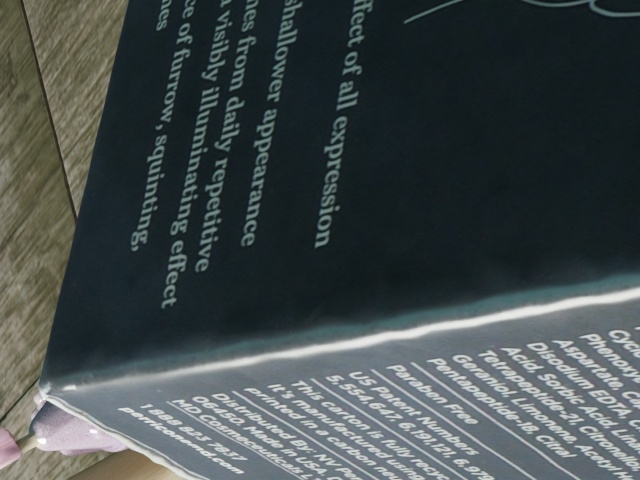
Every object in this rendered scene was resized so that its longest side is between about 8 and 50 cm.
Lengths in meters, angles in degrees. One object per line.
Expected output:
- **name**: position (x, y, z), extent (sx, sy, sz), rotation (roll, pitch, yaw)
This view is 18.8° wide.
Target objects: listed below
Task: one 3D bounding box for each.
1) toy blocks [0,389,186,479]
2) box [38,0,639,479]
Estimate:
- **toy blocks**: position (-0.097, 0.126, 1.087), extent (0.309, 0.260, 0.288), rotation (41, 141, 27)
- **box**: position (0.138, -0.064, 0.651), extent (0.395, 0.212, 0.293), rotation (-12, 56, 38)
